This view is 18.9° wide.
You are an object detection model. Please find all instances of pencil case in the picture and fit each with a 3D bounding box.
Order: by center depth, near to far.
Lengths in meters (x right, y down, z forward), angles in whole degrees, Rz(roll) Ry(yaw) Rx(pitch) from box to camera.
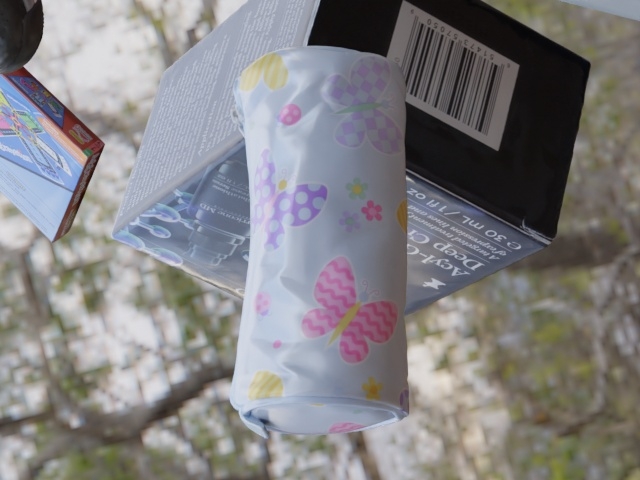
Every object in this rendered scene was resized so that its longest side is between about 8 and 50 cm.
[{"bbox_3d":[0.000,0.000,1.344,0.113,0.124,0.273,119,152,-71],"label":"pencil case"}]

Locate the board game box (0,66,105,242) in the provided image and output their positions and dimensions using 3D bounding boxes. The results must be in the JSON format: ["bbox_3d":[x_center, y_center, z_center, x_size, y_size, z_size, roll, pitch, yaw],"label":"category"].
[{"bbox_3d":[-0.317,-0.135,1.750,0.281,0.027,0.145,43,144,9],"label":"board game box"}]

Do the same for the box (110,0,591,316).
[{"bbox_3d":[0.021,-0.087,1.896,0.293,0.395,0.212,26,-118,-20],"label":"box"}]

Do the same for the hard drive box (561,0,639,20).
[{"bbox_3d":[0.166,-0.236,1.145,0.089,0.232,0.181,95,-169,-68],"label":"hard drive box"}]

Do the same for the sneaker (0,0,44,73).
[{"bbox_3d":[-0.260,-0.172,1.053,0.228,0.086,0.132,51,-147,4],"label":"sneaker"}]
